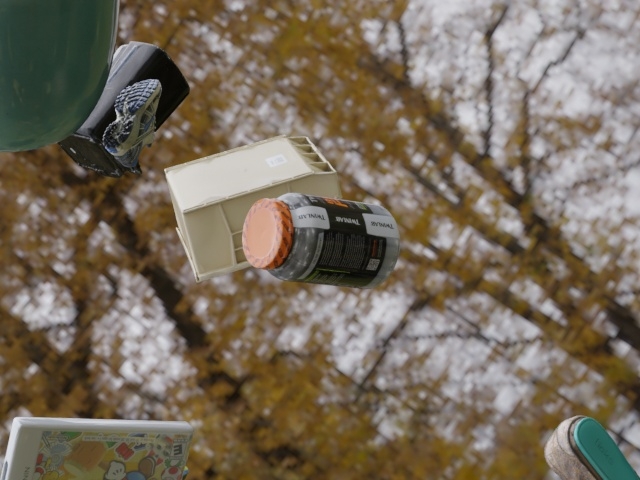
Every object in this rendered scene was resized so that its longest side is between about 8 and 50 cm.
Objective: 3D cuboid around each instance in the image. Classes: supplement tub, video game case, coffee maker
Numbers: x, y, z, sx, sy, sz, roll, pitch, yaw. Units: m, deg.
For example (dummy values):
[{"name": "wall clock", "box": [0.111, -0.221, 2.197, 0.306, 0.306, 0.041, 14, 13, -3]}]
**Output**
[{"name": "supplement tub", "box": [0.000, 0.000, 1.954, 0.190, 0.117, 0.117, 7, -64, -37]}, {"name": "video game case", "box": [-0.277, 0.311, 1.779, 0.227, 0.026, 0.206, 6, -74, -32]}, {"name": "coffee maker", "box": [-0.269, -0.182, 2.121, 0.178, 0.171, 0.120, -54, -23, -21]}]

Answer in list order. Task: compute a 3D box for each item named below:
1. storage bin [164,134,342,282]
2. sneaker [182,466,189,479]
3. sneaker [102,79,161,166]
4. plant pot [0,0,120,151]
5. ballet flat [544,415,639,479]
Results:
[{"name": "storage bin", "box": [-0.111, -0.064, 2.457, 0.260, 0.262, 0.123, -16, -70, -7]}, {"name": "sneaker", "box": [-0.325, 0.482, 2.832, 0.188, 0.067, 0.078, -39, -35, -43]}, {"name": "sneaker", "box": [-0.233, -0.148, 1.886, 0.058, 0.052, 0.135, 64, -142, -42]}, {"name": "plant pot", "box": [-0.380, -0.250, 1.793, 0.293, 0.293, 0.235, -32, -43, -39]}, {"name": "ballet flat", "box": [0.424, 0.385, 2.071, 0.107, 0.316, 0.106, -28, -10, -42]}]
